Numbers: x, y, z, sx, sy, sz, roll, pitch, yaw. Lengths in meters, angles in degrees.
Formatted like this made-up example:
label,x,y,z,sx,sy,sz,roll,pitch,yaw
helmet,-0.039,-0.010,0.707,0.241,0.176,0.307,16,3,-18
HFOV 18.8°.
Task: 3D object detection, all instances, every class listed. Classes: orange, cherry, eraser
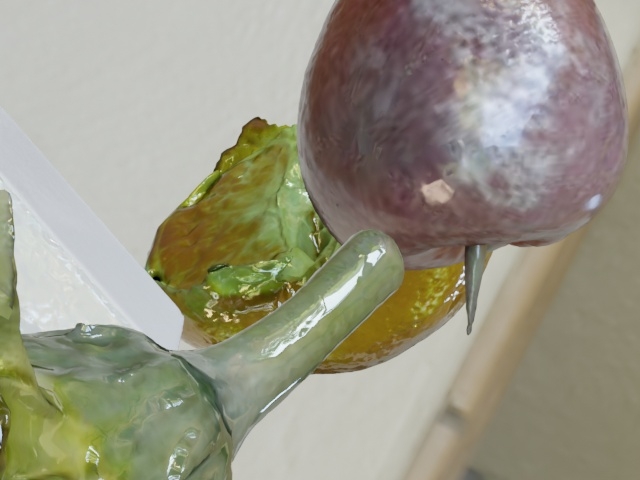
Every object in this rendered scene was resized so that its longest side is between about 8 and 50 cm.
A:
label,x,y,z,sx,sy,sz,roll,pitch,yaw
orange,0.004,0.009,1.654,0.262,0.334,0.196,-76,155,-71
cherry,0.091,-0.080,1.277,0.213,0.236,0.285,4,85,-52
eraser,-0.199,-0.031,1.057,0.076,0.298,0.078,-36,-164,14

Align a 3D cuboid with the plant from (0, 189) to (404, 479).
label,x,y,z,sx,sy,sz,roll,pitch,yaw
plant,-0.081,0.115,0.654,0.306,0.297,0.261,-52,-135,52
